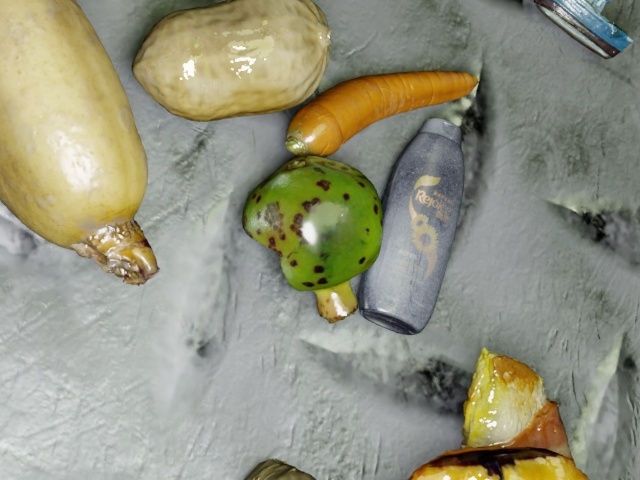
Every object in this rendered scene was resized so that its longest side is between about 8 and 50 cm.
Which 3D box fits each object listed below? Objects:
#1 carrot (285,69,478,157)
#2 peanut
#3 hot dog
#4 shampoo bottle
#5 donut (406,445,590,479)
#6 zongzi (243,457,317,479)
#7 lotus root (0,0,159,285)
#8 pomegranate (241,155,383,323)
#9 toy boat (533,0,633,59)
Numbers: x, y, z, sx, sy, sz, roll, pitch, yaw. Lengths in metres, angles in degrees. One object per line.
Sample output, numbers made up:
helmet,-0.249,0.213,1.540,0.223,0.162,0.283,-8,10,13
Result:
carrot,0.060,-0.149,1.878,0.271,0.066,0.062,-27,119,-39
peanut,-0.084,-0.185,1.776,0.224,0.129,0.129,-19,86,-27
hot dog,0.201,0.228,1.834,0.123,0.093,0.261,-24,103,-38
shampoo bottle,0.103,-0.018,1.869,0.087,0.049,0.233,25,67,-21
donut,0.168,0.315,1.700,0.254,0.118,0.253,1,78,-7
zongzi,0.006,0.294,1.668,0.081,0.178,0.189,-40,97,-17
lotus root,-0.255,-0.105,1.644,0.152,0.169,0.342,-25,90,-23
pomegranate,0.009,-0.007,1.778,0.169,0.122,0.143,61,32,2
toy boat,0.303,-0.266,2.027,0.137,0.060,0.061,33,84,-9
